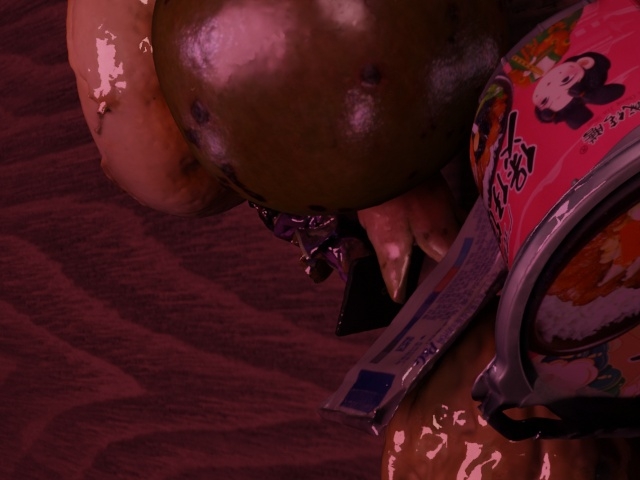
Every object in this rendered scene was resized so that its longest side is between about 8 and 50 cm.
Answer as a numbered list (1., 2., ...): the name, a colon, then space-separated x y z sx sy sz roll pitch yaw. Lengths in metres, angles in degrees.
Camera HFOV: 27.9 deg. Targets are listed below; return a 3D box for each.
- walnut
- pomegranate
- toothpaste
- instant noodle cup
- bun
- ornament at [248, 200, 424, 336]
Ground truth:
1. walnut: 0.138 0.162 0.921 0.198 0.198 0.244 2 95 57
2. pomegranate: 0.011 -0.126 1.006 0.291 0.291 0.323 46 156 44
3. toothpaste: 0.107 0.022 0.902 0.068 0.282 0.099 36 165 15
4. instant noodle cup: 0.199 -0.032 0.767 0.258 0.302 0.181 55 -170 -44
5. bun: -0.098 -0.169 1.185 0.165 0.299 0.298 -6 90 22
6. ornament: 0.009 0.000 1.196 0.203 0.081 0.088 42 128 49
